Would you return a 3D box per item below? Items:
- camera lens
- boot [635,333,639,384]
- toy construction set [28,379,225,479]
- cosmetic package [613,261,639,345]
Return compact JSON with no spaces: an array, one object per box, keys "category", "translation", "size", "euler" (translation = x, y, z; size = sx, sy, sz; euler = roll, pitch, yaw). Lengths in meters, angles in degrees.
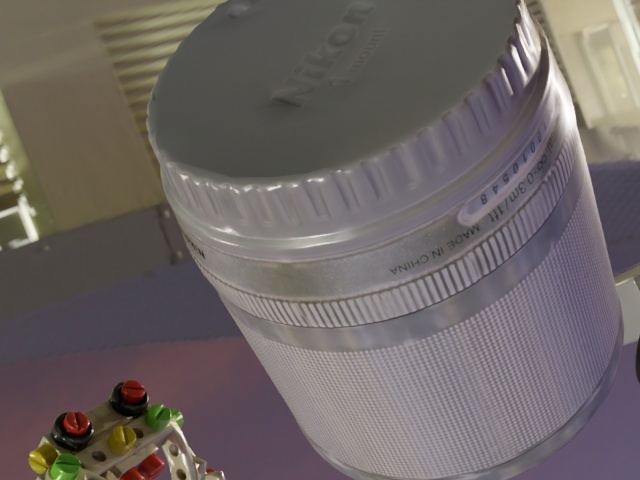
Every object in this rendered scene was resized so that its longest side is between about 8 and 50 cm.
[{"category":"camera lens","translation":[0.048,-0.003,0.610],"size":[0.219,0.274,0.219],"euler":[-14,-138,14]},{"category":"boot","translation":[0.490,0.134,1.297],"size":[0.096,0.280,0.264],"euler":[11,-119,37]},{"category":"toy construction set","translation":[-0.223,0.291,1.259],"size":[0.151,0.215,0.328],"euler":[-55,164,15]},{"category":"cosmetic package","translation":[0.564,0.057,1.657],"size":[0.377,0.097,0.284],"euler":[-25,175,-24]}]
